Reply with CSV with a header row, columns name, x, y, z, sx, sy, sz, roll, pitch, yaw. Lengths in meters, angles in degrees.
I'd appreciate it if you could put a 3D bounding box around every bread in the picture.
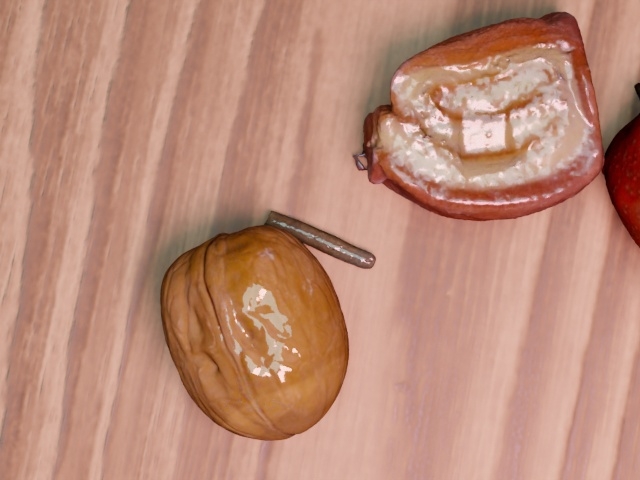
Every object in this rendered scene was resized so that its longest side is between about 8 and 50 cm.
name,x,y,z,sx,sy,sz,roll,pitch,yaw
bread,0.151,-0.109,1.103,0.244,0.123,0.190,-16,87,0

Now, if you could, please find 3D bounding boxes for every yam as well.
name,x,y,z,sx,sy,sz,roll,pitch,yaw
yam,0.000,0.000,1.145,0.116,0.021,0.021,23,86,3

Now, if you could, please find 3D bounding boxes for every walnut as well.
name,x,y,z,sx,sy,sz,roll,pitch,yaw
walnut,-0.058,0.085,1.073,0.165,0.165,0.197,-29,87,-2

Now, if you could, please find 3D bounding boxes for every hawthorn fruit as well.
name,x,y,z,sx,sy,sz,roll,pitch,yaw
hawthorn fruit,0.340,-0.070,1.091,0.157,0.157,0.194,-27,66,-2
